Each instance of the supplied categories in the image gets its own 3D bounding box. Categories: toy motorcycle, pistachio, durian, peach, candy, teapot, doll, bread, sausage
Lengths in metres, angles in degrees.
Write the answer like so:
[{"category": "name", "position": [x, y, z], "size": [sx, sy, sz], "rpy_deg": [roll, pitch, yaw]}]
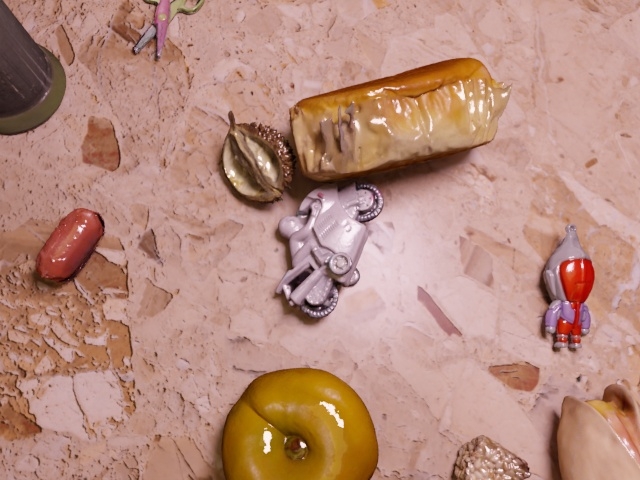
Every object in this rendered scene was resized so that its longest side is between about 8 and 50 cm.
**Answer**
[{"category": "toy motorcycle", "position": [0.000, 0.000, 0.919], "size": [0.170, 0.110, 0.260], "rpy_deg": [23, 81, 19]}, {"category": "pistachio", "position": [0.480, 0.385, 0.803], "size": [0.187, 0.187, 0.299], "rpy_deg": [-10, 72, -7]}, {"category": "durian", "position": [-0.108, -0.159, 0.940], "size": [0.188, 0.148, 0.091], "rpy_deg": [55, 43, -1]}, {"category": "peach", "position": [-0.036, 0.322, 0.805], "size": [0.251, 0.153, 0.251], "rpy_deg": [-3, 62, 6]}, {"category": "candy", "position": [0.282, 0.381, 0.843], "size": [0.110, 0.085, 0.095], "rpy_deg": [25, 65, 7]}, {"category": "teapot", "position": [-0.614, -0.340, 0.836], "size": [0.270, 0.337, 0.200], "rpy_deg": [1, 74, -3]}, {"category": "doll", "position": [0.455, 0.082, 0.939], "size": [0.102, 0.075, 0.228], "rpy_deg": [3, 84, -18]}, {"category": "bread", "position": [0.129, -0.221, 0.928], "size": [0.388, 0.236, 0.183], "rpy_deg": [-14, 94, -18]}, {"category": "sausage", "position": [-0.432, 0.007, 0.892], "size": [0.076, 0.076, 0.141], "rpy_deg": [28, 76, 3]}]

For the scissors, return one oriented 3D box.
[{"category": "scissors", "position": [-0.324, -0.454, 1.051], "size": [0.133, 0.020, 0.187], "rpy_deg": [15, 73, 3]}]
